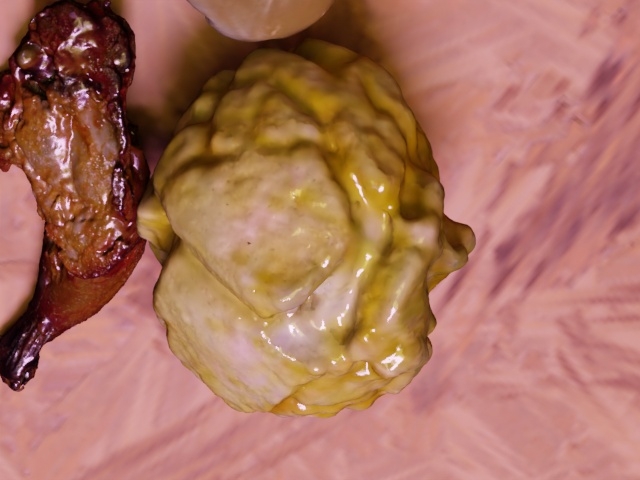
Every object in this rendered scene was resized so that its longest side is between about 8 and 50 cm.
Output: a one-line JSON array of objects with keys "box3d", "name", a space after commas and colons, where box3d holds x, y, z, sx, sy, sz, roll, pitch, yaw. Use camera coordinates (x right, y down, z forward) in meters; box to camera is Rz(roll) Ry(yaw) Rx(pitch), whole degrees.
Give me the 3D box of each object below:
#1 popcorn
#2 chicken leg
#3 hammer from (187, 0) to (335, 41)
[{"box3d": [0.000, 0.000, 0.543, 0.116, 0.106, 0.121, 16, 93, -49], "name": "popcorn"}, {"box3d": [-0.084, -0.011, 0.567, 0.062, 0.037, 0.145, 9, 117, 11], "name": "chicken leg"}, {"box3d": [-0.102, -0.153, 0.453, 0.305, 0.113, 0.202, 35, 116, -31], "name": "hammer"}]
